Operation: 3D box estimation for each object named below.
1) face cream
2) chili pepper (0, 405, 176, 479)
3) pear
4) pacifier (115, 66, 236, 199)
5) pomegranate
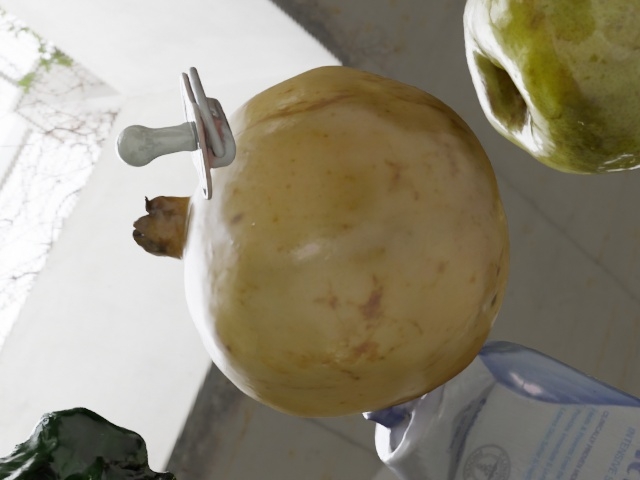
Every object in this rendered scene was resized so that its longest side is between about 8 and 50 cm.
[{"bbox_3d":[0.236,0.241,1.168,0.420,0.137,0.234,25,-91,-15],"label":"face cream"},{"bbox_3d":[-0.154,0.133,0.425,0.083,0.099,0.253,-61,-21,18],"label":"chili pepper"},{"bbox_3d":[0.316,-0.223,1.123,0.304,0.304,0.303,-2,-86,-41],"label":"pear"},{"bbox_3d":[-0.099,-0.072,0.680,0.078,0.099,0.081,-12,-52,-8],"label":"pacifier"},{"bbox_3d":[0.000,0.000,0.942,0.343,0.342,0.342,-2,-86,-41],"label":"pomegranate"}]
